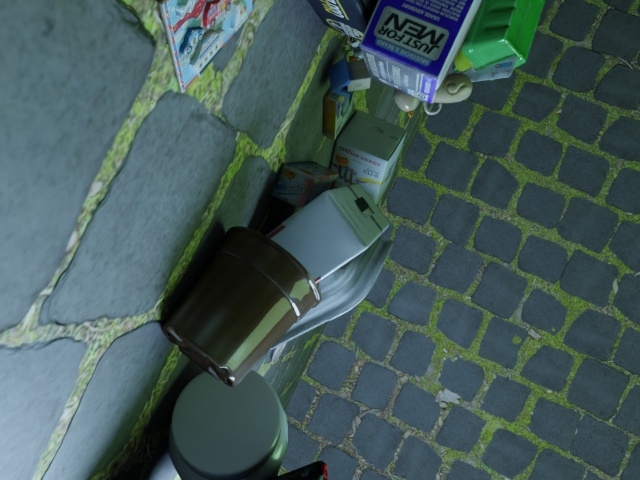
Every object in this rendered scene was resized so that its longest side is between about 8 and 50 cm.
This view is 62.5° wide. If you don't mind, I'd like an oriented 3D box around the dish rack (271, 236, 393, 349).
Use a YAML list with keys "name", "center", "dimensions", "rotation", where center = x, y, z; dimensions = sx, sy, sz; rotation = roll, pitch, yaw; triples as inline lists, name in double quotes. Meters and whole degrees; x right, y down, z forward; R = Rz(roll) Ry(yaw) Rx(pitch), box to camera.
- name: "dish rack"
  center: [-0.005, 0.104, 1.198]
  dimensions: [0.333, 0.072, 0.285]
  rotation: [-33, -168, 34]

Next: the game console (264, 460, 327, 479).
- name: "game console"
  center: [-0.182, 0.455, 0.840]
  dimensions: [0.387, 0.060, 0.341]
  rotation: [-15, 146, -15]

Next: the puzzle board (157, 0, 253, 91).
- name: "puzzle board"
  center: [-0.092, -0.205, 0.464]
  dimensions: [0.128, 0.011, 0.096]
  rotation: [-60, 169, -26]

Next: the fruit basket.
- name: "fruit basket"
  center: [0.416, -0.559, 1.442]
  dimensions: [0.353, 0.166, 0.326]
  rotation: [5, -106, 59]

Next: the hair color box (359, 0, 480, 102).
- name: "hair color box"
  center: [0.169, -0.356, 0.647]
  dimensions: [0.338, 0.110, 0.185]
  rotation: [-64, 174, 10]

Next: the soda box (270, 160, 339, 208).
- name: "soda box"
  center: [-0.023, -0.102, 0.946]
  dimensions: [0.058, 0.063, 0.183]
  rotation: [-66, 170, 15]

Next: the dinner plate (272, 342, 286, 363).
- name: "dinner plate"
  center: [-0.120, 0.315, 1.637]
  dimensions: [0.141, 0.017, 0.141]
  rotation: [-60, 169, -20]

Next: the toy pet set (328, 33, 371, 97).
- name: "toy pet set"
  center: [0.042, -0.300, 0.878]
  dimensions: [0.122, 0.065, 0.114]
  rotation: [75, 6, -80]

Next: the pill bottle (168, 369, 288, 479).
- name: "pill bottle"
  center: [-0.166, 0.372, 0.967]
  dimensions: [0.204, 0.204, 0.361]
  rotation: [-59, 169, -33]

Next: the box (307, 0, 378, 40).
- name: "box"
  center: [0.084, -0.442, 0.549]
  dimensions: [0.394, 0.097, 0.318]
  rotation: [-66, 170, 10]

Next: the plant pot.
- name: "plant pot"
  center: [-0.114, 0.095, 0.718]
  dimensions: [0.165, 0.167, 0.167]
  rotation: [-50, 165, -26]

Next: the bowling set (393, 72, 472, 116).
- name: "bowling set"
  center: [0.123, -0.343, 0.850]
  dimensions: [0.200, 0.154, 0.286]
  rotation: [-148, -133, -70]

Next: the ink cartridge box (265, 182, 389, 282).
- name: "ink cartridge box"
  center: [0.000, 0.000, 0.952]
  dimensions: [0.197, 0.114, 0.273]
  rotation: [-36, 178, 17]

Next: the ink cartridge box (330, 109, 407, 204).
- name: "ink cartridge box"
  center: [0.103, -0.183, 1.227]
  dimensions: [0.127, 0.128, 0.176]
  rotation: [-57, 167, -37]

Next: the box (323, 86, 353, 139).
- name: "box"
  center: [0.035, -0.250, 0.991]
  dimensions: [0.081, 0.028, 0.136]
  rotation: [-62, 168, -19]
